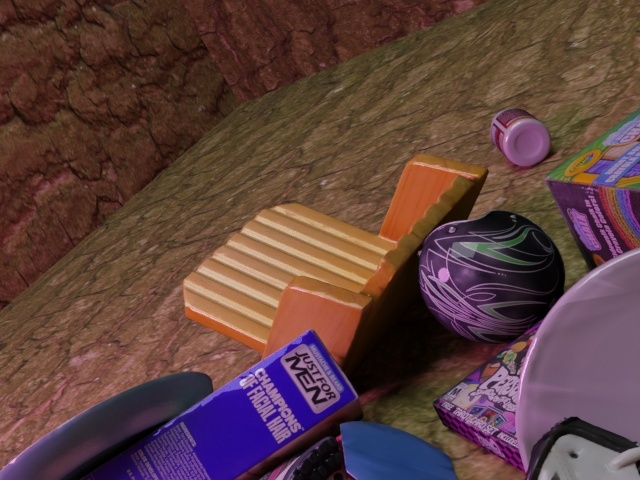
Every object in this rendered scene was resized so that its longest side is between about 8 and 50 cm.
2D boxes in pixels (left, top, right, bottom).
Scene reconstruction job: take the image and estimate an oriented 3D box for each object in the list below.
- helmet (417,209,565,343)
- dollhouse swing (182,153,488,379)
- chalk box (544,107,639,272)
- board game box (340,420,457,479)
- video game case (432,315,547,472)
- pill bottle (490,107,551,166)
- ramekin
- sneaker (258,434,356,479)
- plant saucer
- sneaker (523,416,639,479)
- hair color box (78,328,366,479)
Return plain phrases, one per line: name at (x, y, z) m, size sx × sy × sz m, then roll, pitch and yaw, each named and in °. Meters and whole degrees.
helmet at (0.209, 0.049, 1.321) m, size 0.161 × 0.169 × 0.169 m, roll -18°, pitch 7°, yaw -38°
dollhouse swing at (0.000, 0.000, 1.515) m, size 0.347 × 0.305 × 0.315 m, roll -44°, pitch -19°, yaw -38°
chalk box at (0.408, -0.045, 1.246) m, size 0.179 × 0.180 × 0.289 m, roll -35°, pitch 19°, yaw -13°
board game box at (0.080, 0.252, 1.121) m, size 0.168 × 0.133 × 0.033 m, roll -100°, pitch 30°, yaw -72°
video game case at (0.261, 0.161, 1.147) m, size 0.210 × 0.042 × 0.232 m, roll -34°, pitch 18°, yaw -14°
pill bottle at (0.354, -0.190, 1.881) m, size 0.086 × 0.086 × 0.152 m, roll -29°, pitch 18°, yaw 6°
ramekin at (0.294, 0.131, 0.835) m, size 0.273 × 0.273 × 0.127 m, roll -26°, pitch -4°, yaw 14°
sneaker at (-0.062, 0.325, 1.122) m, size 0.299 × 0.121 × 0.112 m, roll -30°, pitch -2°, yaw -37°
plant saucer at (-0.258, 0.268, 1.264) m, size 0.318 × 0.043 × 0.317 m, roll -30°, pitch -19°, yaw -12°
sneaker at (0.293, 0.170, 0.685) m, size 0.447 × 0.169 × 0.257 m, roll -34°, pitch 57°, yaw -6°
hair color box at (-0.114, 0.257, 1.252) m, size 0.339 × 0.110 × 0.185 m, roll -34°, pitch -19°, yaw -7°
